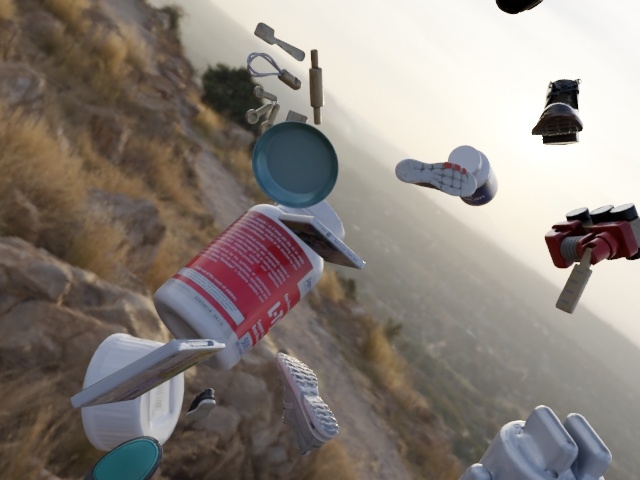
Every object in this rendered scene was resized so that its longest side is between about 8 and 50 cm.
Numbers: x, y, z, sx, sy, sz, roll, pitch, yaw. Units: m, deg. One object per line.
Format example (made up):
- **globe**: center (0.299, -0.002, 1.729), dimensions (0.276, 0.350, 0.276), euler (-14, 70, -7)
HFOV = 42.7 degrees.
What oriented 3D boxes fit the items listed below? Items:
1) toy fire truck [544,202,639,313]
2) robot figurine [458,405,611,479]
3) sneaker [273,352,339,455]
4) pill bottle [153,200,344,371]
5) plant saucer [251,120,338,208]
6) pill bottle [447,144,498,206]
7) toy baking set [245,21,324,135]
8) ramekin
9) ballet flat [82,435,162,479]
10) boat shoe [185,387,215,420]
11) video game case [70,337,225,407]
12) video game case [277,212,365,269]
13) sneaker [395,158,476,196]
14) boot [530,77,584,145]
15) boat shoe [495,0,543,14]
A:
- **toy fire truck**: center (0.580, 0.039, 1.824), dimensions (0.217, 0.246, 0.158), euler (-3, -69, 64)
- **robot figurine**: center (0.343, 0.452, 1.388), dimensions (0.300, 0.353, 0.200), euler (17, 23, -19)
- **sneaker**: center (-0.063, 0.384, 1.952), dimensions (0.105, 0.115, 0.281), euler (28, 21, -38)
- **pill bottle**: center (-0.144, 0.070, 1.780), dimensions (0.229, 0.407, 0.229), euler (37, -25, 20)
- **plant saucer**: center (-0.032, -0.103, 1.091), dimensions (0.119, 0.119, 0.021), euler (36, 24, -1)
- **pill bottle**: center (0.325, -0.142, 1.763), dimensions (0.094, 0.094, 0.169), euler (41, 1, 27)
- **toy baking set**: center (-0.070, -0.322, 1.692), dimensions (0.196, 0.256, 0.030), euler (-16, 27, -38)
- **ramekin**: center (-0.431, 0.361, 1.928), dimensions (0.135, 0.277, 0.277), euler (4, 1, 15)
- **ballet flat**: center (-0.291, 0.341, 1.109), dimensions (0.074, 0.203, 0.074), euler (48, -6, 7)
- **boat shoe**: center (-0.264, 0.362, 1.801), dimensions (0.046, 0.125, 0.038), euler (10, 55, -21)
- **video game case**: center (-0.291, 0.225, 1.405), dimensions (0.023, 0.212, 0.193), euler (63, 12, 14)
- **video game case**: center (0.000, 0.000, 1.583), dimensions (0.143, 0.019, 0.157), euler (42, -13, -22)
- **sneaker**: center (0.221, -0.124, 1.565), dimensions (0.158, 0.061, 0.065), euler (16, 2, 3)
- **boot**: center (0.371, -0.215, 1.289), dimensions (0.082, 0.106, 0.219), euler (-3, -3, 16)
- **boat shoe**: center (0.377, -0.471, 1.383), dimensions (0.132, 0.130, 0.355), euler (24, -2, 5)
